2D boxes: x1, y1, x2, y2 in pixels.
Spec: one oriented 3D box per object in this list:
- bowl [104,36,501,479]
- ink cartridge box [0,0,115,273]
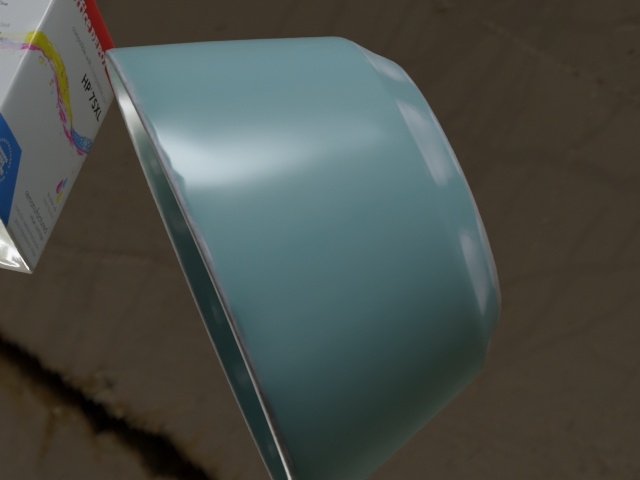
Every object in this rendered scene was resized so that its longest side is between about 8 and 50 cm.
[{"bbox_3d":[0.000,0.000,1.128,0.163,0.311,0.311,-23,-87,-7],"label":"bowl"},{"bbox_3d":[-0.211,-0.111,1.307,0.078,0.231,0.134,10,-30,18],"label":"ink cartridge box"}]
